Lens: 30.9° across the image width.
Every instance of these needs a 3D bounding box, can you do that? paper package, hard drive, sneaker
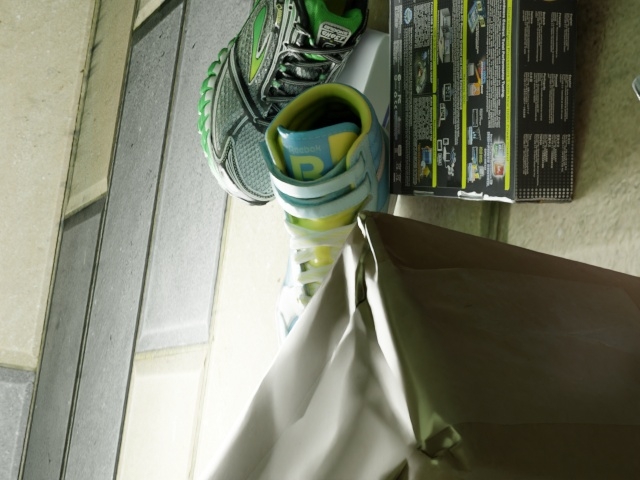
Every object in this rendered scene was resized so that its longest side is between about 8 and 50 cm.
[{"bbox_3d":[0.109,0.168,0.656,0.309,0.324,0.168,-58,32,35],"label":"paper package"},{"bbox_3d":[-0.006,-0.161,1.382,0.318,0.040,0.210,38,113,63],"label":"hard drive"},{"bbox_3d":[-0.034,-0.203,1.251,0.146,0.134,0.344,27,103,64],"label":"sneaker"},{"bbox_3d":[0.000,0.000,1.094,0.208,0.127,0.319,55,-145,-66],"label":"sneaker"}]

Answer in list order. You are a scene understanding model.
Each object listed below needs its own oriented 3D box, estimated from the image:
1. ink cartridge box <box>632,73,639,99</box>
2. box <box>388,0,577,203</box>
[{"bbox_3d":[0.322,-0.079,0.525,0.311,0.065,0.186,-31,45,19],"label":"ink cartridge box"},{"bbox_3d":[0.134,-0.169,1.007,0.216,0.060,0.270,-173,82,-64],"label":"box"}]
